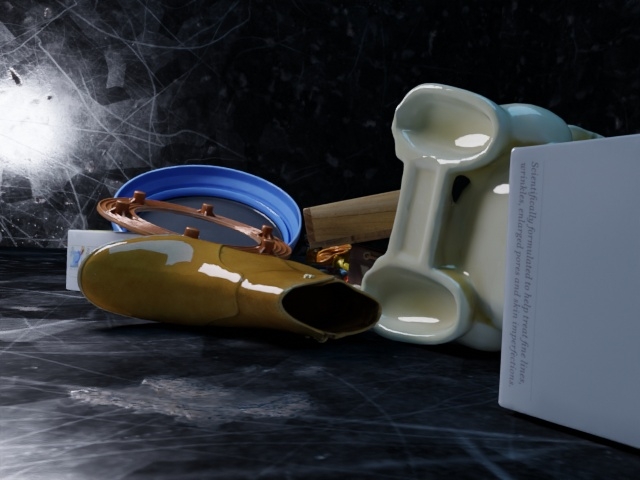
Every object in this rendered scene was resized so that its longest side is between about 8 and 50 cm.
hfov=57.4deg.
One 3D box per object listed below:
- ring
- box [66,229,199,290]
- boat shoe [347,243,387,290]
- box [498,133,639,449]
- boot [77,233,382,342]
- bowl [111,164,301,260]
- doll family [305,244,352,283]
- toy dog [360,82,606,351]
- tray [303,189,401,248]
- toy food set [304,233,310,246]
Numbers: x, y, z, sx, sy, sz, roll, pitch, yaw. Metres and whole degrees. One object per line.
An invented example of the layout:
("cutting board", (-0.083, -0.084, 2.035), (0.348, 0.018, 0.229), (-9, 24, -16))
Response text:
("ring", (-0.209, -0.031, 1.010), (0.336, 0.032, 0.336), (16, 8, -2))
("box", (-0.316, 0.038, 0.987), (0.203, 0.103, 0.114), (3, 1, 31))
("boat shoe", (0.206, 0.054, 0.923), (0.341, 0.123, 0.123), (3, 0, 20))
("box", (0.221, 0.029, 0.357), (0.118, 0.181, 0.181), (3, 0, -38))
("boot", (-0.097, 0.051, 0.640), (0.294, 0.104, 0.211), (7, -2, -30))
("bowl", (-0.235, -0.036, 1.231), (0.390, 0.077, 0.391), (8, 33, -6))
("doll family", (0.053, 0.046, 1.252), (0.163, 0.119, 0.263), (3, 1, -10))
("toy dog", (0.314, -0.013, 0.675), (0.407, 0.285, 0.395), (5, 0, -35))
("tray", (0.132, -0.051, 1.103), (0.202, 0.076, 0.411), (-10, 3, 18))
("toy food set", (0.000, 0.000, 1.270), (0.077, 0.019, 0.122), (-11, -10, 19))
